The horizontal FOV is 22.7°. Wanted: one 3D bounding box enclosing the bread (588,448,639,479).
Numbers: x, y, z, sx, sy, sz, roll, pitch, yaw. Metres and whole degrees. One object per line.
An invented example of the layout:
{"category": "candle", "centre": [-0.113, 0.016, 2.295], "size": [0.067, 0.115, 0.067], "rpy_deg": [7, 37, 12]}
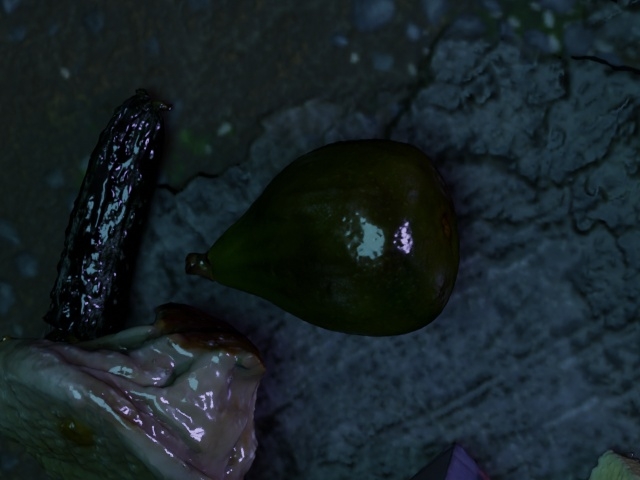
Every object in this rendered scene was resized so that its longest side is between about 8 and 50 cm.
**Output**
{"category": "bread", "centre": [0.211, 0.178, 0.942], "size": [0.109, 0.080, 0.084], "rpy_deg": [16, 106, -19]}

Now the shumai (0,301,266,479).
{"category": "shumai", "centre": [-0.111, 0.097, 0.995], "size": [0.201, 0.201, 0.120], "rpy_deg": [24, 64, 16]}

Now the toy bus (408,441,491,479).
{"category": "toy bus", "centre": [0.003, 0.270, 0.989], "size": [0.138, 0.112, 0.317], "rpy_deg": [45, 111, -2]}

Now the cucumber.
{"category": "cucumber", "centre": [-0.139, -0.011, 1.028], "size": [0.053, 0.053, 0.181], "rpy_deg": [19, 102, 17]}

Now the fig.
{"category": "fig", "centre": [0.000, 0.000, 0.953], "size": [0.177, 0.117, 0.117], "rpy_deg": [-7, 96, 38]}
